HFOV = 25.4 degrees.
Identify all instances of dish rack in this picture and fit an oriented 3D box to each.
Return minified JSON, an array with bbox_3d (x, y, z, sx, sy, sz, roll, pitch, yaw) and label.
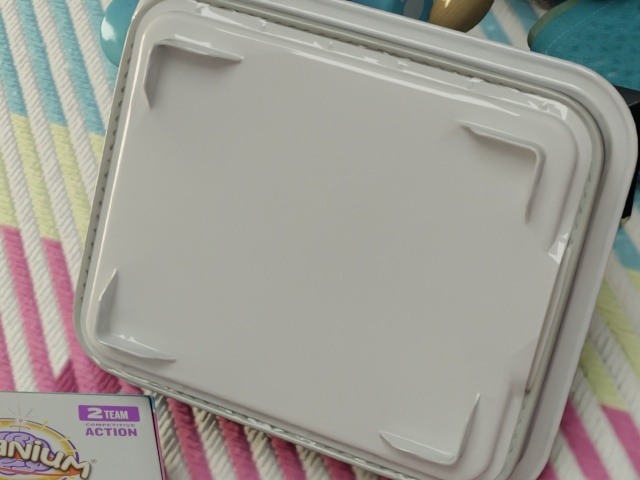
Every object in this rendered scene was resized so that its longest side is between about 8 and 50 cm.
[{"bbox_3d":[0.000,0.000,0.863,0.333,0.072,0.285,18,104,16],"label":"dish rack"}]

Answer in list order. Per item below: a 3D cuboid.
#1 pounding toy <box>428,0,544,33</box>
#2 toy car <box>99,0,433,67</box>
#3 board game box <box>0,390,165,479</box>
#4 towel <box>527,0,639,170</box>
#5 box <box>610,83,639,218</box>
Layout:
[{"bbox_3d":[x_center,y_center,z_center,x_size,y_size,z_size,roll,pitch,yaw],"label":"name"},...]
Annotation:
[{"bbox_3d":[0.166,-0.282,1.066,0.154,0.155,0.269,-29,31,55],"label":"pounding toy"},{"bbox_3d":[-0.065,-0.228,1.078,0.219,0.238,0.210,24,65,31],"label":"toy car"},{"bbox_3d":[-0.197,0.214,0.798,0.242,0.064,0.316,4,38,-17],"label":"board game box"},{"bbox_3d":[0.348,-0.097,0.984,0.271,0.040,0.370,-30,53,-6],"label":"towel"},{"bbox_3d":[0.115,-0.062,0.946,0.158,0.093,0.156,18,23,28],"label":"box"}]
